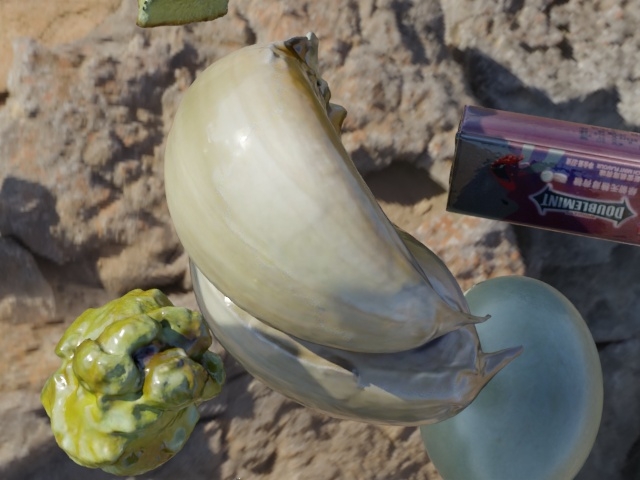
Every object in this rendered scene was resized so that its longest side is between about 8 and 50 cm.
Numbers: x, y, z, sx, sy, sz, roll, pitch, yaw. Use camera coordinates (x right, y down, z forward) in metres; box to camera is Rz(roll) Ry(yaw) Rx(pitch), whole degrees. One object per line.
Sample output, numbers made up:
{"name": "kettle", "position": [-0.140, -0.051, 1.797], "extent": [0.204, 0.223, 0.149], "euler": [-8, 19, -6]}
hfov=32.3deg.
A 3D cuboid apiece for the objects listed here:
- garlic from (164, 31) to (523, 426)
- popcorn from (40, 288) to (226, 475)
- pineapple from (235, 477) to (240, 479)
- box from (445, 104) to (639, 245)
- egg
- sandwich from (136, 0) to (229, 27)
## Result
{"name": "garlic", "position": [0.000, 0.000, 0.866], "extent": [0.249, 0.286, 0.313], "euler": [-12, 67, -30]}
{"name": "popcorn", "position": [-0.256, 0.188, 1.547], "extent": [0.225, 0.276, 0.277], "euler": [4, 68, -31]}
{"name": "pineapple", "position": [-0.116, 0.359, 1.428], "extent": [0.074, 0.159, 0.074], "euler": [-1, 102, -7]}
{"name": "box", "position": [0.249, -0.068, 1.161], "extent": [0.224, 0.120, 0.069], "euler": [9, 40, 7]}
{"name": "egg", "position": [0.190, 0.155, 1.118], "extent": [0.186, 0.186, 0.253], "euler": [13, 61, -8]}
{"name": "sandwich", "position": [-0.112, -0.267, 0.979], "extent": [0.088, 0.090, 0.244], "euler": [14, 42, -21]}
